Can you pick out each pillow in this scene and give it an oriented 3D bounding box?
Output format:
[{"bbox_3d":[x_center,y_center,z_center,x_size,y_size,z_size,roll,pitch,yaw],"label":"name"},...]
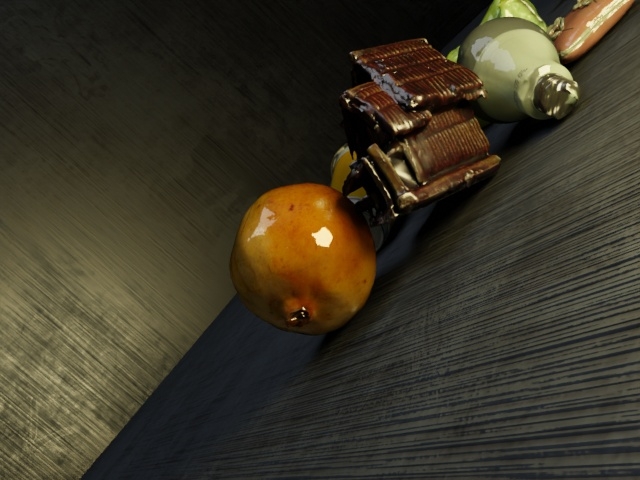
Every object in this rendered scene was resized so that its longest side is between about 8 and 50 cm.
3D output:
[{"bbox_3d":[0.476,-0.394,1.368,0.179,0.075,0.171,-45,6,8],"label":"pillow"}]

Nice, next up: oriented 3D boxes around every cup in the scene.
[{"bbox_3d":[0.097,-0.095,1.634,0.196,0.196,0.279,-43,17,37],"label":"cup"}]

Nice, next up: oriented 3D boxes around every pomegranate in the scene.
[{"bbox_3d":[-0.029,0.041,1.287,0.264,0.264,0.264,-47,7,7],"label":"pomegranate"}]

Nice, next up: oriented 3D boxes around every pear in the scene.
[{"bbox_3d":[0.362,-0.379,1.616,0.282,0.176,0.286,-47,5,23],"label":"pear"}]

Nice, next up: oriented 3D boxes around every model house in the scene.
[{"bbox_3d":[0.117,-0.187,1.283,0.317,0.282,0.297,-24,1,-31],"label":"model house"}]

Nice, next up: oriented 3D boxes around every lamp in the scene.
[{"bbox_3d":[0.325,-0.253,1.267,0.182,0.182,0.313,-44,29,27],"label":"lamp"}]
